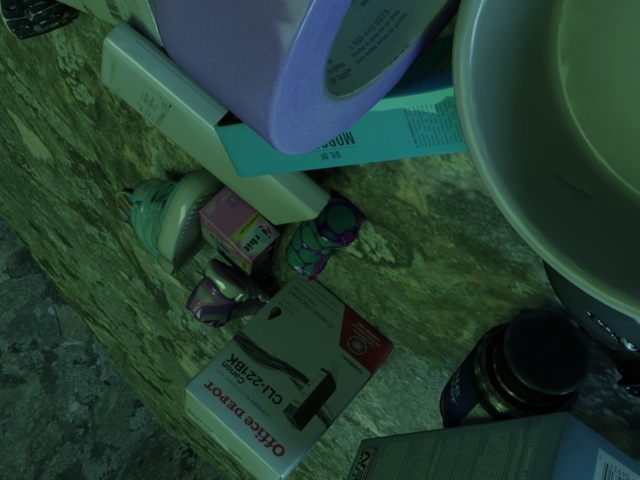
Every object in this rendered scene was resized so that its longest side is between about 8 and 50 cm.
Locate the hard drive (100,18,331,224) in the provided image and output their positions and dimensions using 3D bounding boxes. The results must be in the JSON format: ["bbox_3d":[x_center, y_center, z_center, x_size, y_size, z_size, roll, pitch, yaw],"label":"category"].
[{"bbox_3d":[-0.141,-0.133,0.884,0.307,0.040,0.203,39,168,-14],"label":"hard drive"}]

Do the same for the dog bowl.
[{"bbox_3d":[0.229,-0.087,0.416,0.349,0.102,0.349,35,145,29],"label":"dog bowl"}]

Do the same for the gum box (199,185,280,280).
[{"bbox_3d":[-0.128,-0.006,1.086,0.107,0.062,0.188,44,166,3],"label":"gum box"}]

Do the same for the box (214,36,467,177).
[{"bbox_3d":[0.031,-0.118,0.626,0.244,0.100,0.060,-3,127,33],"label":"box"}]

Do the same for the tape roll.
[{"bbox_3d":[0.032,-0.184,0.415,0.090,0.275,0.275,40,153,8],"label":"tape roll"}]

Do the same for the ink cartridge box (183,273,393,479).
[{"bbox_3d":[-0.052,0.213,1.084,0.197,0.273,0.114,39,153,12],"label":"ink cartridge box"}]

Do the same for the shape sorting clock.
[{"bbox_3d":[-0.363,-0.016,1.463,0.206,0.040,0.206,33,151,22],"label":"shape sorting clock"}]

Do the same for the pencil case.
[{"bbox_3d":[0.000,0.000,0.946,0.070,0.064,0.151,67,157,13],"label":"pencil case"}]

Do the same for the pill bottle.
[{"bbox_3d":[0.221,0.168,0.803,0.123,0.123,0.219,38,152,15],"label":"pill bottle"}]

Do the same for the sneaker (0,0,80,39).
[{"bbox_3d":[-0.404,-0.414,0.912,0.147,0.130,0.330,50,153,24],"label":"sneaker"}]

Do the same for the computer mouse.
[{"bbox_3d":[0.303,0.073,0.625,0.184,0.060,0.262,0,129,56],"label":"computer mouse"}]

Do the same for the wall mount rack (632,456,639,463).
[{"bbox_3d":[0.474,0.401,0.779,0.350,0.130,0.304,3,127,53],"label":"wall mount rack"}]

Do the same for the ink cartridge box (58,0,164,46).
[{"bbox_3d":[-0.242,-0.337,0.789,0.219,0.092,0.160,30,150,28],"label":"ink cartridge box"}]

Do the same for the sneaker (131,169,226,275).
[{"bbox_3d":[-0.264,-0.048,1.177,0.150,0.135,0.366,43,152,-1],"label":"sneaker"}]

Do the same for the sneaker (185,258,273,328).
[{"bbox_3d":[-0.156,0.103,1.189,0.095,0.104,0.236,41,-177,20],"label":"sneaker"}]

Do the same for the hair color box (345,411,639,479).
[{"bbox_3d":[0.195,0.307,0.802,0.185,0.113,0.374,35,149,-14],"label":"hair color box"}]
